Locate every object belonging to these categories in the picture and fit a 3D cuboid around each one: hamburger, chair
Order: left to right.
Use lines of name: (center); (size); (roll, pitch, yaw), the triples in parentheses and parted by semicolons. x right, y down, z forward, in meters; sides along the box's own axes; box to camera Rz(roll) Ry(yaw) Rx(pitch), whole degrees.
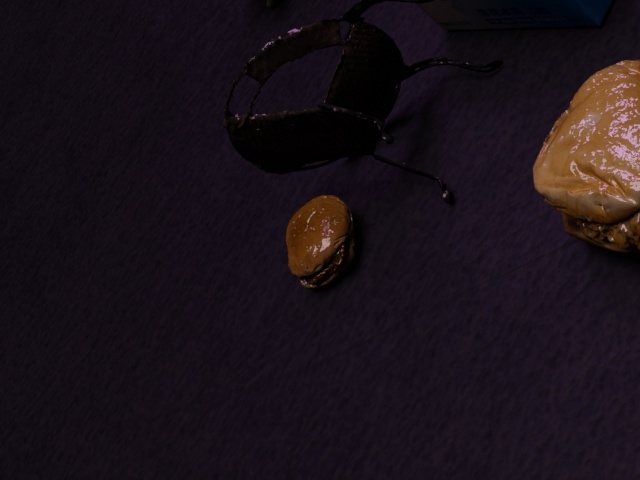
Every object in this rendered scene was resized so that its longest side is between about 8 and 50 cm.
hamburger: (0.000, 0.000, 1.179); (0.076, 0.044, 0.083); (-34, 39, 24)
chair: (0.029, -0.124, 1.152); (0.213, 0.174, 0.149); (3, 67, 36)
hamburger: (0.233, -0.061, 0.942); (0.138, 0.083, 0.147); (17, 74, 56)

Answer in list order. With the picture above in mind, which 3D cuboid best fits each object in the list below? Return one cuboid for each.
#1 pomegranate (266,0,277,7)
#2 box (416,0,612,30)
pomegranate: (-0.061, -0.383, 1.459); (0.181, 0.181, 0.224); (31, 108, 53)
box: (0.149, -0.253, 1.133); (0.194, 0.139, 0.073); (9, 69, 51)
